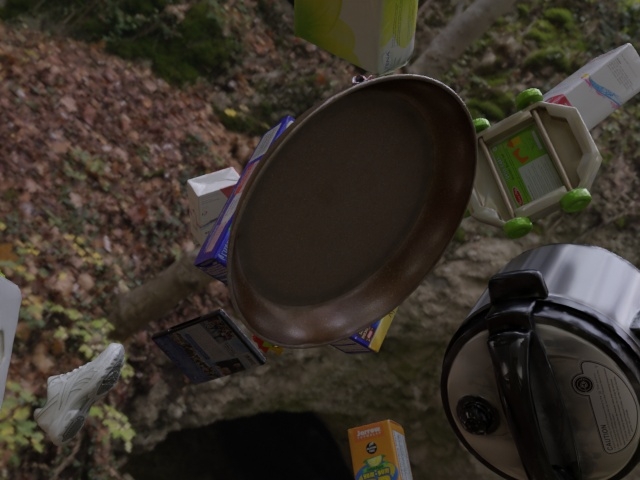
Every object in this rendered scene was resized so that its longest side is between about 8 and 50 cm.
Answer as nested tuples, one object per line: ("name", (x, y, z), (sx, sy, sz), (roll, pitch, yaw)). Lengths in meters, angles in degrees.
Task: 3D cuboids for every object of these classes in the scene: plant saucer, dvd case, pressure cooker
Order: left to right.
("dvd case", (-0.278, 0.266, 1.800), (0.180, 0.253, 0.022), (53, 37, -21))
("plant saucer", (0.031, -0.028, 0.744), (0.050, 0.310, 0.310), (42, -2, 39))
("pressure cooker", (0.415, 0.236, 1.295), (0.370, 0.375, 0.420), (36, 34, 13))

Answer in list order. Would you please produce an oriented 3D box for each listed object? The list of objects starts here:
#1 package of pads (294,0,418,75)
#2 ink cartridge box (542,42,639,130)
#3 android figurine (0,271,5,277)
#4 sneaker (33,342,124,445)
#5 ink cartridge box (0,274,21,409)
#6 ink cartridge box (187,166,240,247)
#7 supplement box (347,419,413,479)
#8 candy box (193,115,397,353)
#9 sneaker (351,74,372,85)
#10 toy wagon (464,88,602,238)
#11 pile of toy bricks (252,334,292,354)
("package of pads", (0.061, -0.447, 1.214), (0.229, 0.101, 0.297), (36, -38, 32))
("ink cartridge box", (0.715, -0.384, 2.016), (0.131, 0.306, 0.226), (55, -5, -6))
("android figurine", (-0.683, 0.085, 1.322), (0.056, 0.273, 0.248), (18, -9, 18))
("sneaker", (-0.501, 0.294, 1.502), (0.115, 0.232, 0.090), (31, -20, 14))
("ink cartridge box", (-0.526, 0.132, 0.878), (0.114, 0.272, 0.197), (73, 17, -67))
("ink cartridge box", (-0.237, -0.060, 1.686), (0.067, 0.115, 0.198), (50, -30, 37))
("supplement box", (0.102, 0.396, 1.104), (0.080, 0.078, 0.233), (45, 30, -54))
("candy box", (0.000, 0.000, 1.205), (0.317, 0.268, 0.122), (32, -18, -19))
("sneaker", (0.100, -0.300, 1.453), (0.042, 0.118, 0.067), (2, -70, 33))
("toy wagon", (0.372, -0.134, 1.464), (0.068, 0.344, 0.267), (28, 41, -51))
("pile of toy bricks", (-0.079, 0.102, 1.364), (0.105, 0.212, 0.118), (11, 31, -19))
